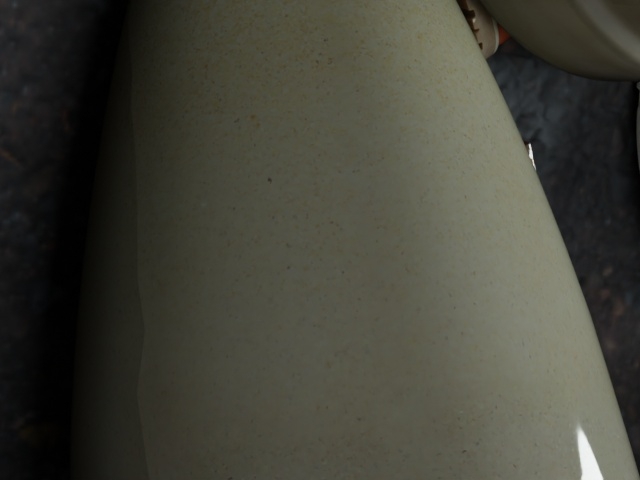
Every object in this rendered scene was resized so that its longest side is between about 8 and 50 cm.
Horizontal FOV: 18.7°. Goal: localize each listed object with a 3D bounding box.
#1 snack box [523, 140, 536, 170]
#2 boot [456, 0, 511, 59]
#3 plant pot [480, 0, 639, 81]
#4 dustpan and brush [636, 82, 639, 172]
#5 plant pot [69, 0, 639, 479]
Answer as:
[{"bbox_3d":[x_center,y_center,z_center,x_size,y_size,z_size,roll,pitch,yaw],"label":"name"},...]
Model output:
[{"bbox_3d":[0.097,0.039,1.047,0.064,0.022,0.178,-21,111,-24],"label":"snack box"},{"bbox_3d":[0.076,-0.174,0.973,0.084,0.059,0.158,-34,123,-26],"label":"boot"},{"bbox_3d":[0.248,-0.228,0.895,0.323,0.280,0.323,-8,101,-42],"label":"plant pot"},{"bbox_3d":[0.245,0.010,1.107,0.147,0.060,0.211,-4,103,-30],"label":"dustpan and brush"},{"bbox_3d":[0.000,0.000,0.871,0.256,0.256,0.274,-5,85,-30],"label":"plant pot"}]
